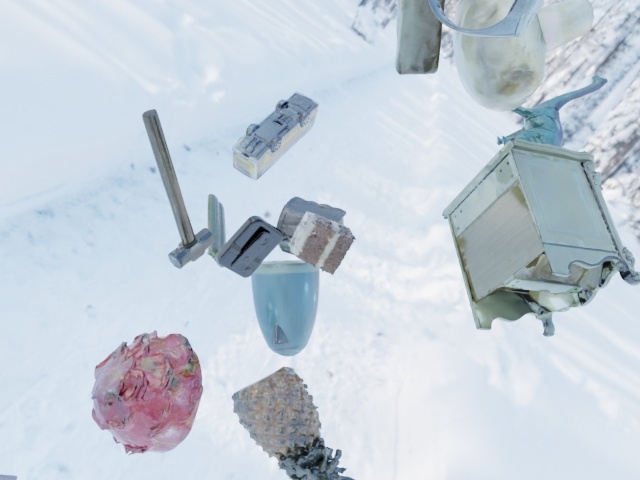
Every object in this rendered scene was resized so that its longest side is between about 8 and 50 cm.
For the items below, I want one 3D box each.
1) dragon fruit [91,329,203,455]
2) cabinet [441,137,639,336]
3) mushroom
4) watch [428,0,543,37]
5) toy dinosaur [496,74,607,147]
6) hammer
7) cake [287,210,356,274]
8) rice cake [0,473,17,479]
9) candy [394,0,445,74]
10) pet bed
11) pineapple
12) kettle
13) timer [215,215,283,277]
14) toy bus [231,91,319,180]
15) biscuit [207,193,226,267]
[{"bbox_3d":[-0.546,0.450,1.851,0.249,0.387,0.370,25,62,-47],"label":"dragon fruit"},{"bbox_3d":[0.461,0.004,1.329,0.228,0.290,0.317,6,56,-22],"label":"cabinet"},{"bbox_3d":[0.443,-0.491,1.497,0.315,0.315,0.356,37,61,-5],"label":"mushroom"},{"bbox_3d":[0.269,-0.428,0.976,0.193,0.206,0.068,31,23,19],"label":"watch"},{"bbox_3d":[0.666,-0.304,1.716,0.129,0.331,0.383,65,20,-53],"label":"toy dinosaur"},{"bbox_3d":[-0.311,-0.107,1.319,0.044,0.365,0.111,23,47,35],"label":"hammer"},{"bbox_3d":[0.000,0.000,1.722,0.147,0.134,0.135,30,11,-10],"label":"cake"},{"bbox_3d":[-0.759,0.516,1.317,0.207,0.036,0.047,14,54,-22],"label":"rice cake"},{"bbox_3d":[0.227,-0.503,1.434,0.104,0.233,0.102,-3,37,-4],"label":"candy"},{"bbox_3d":[-0.036,-0.043,2.038,0.211,0.183,0.159,17,-30,14],"label":"pet bed"},{"bbox_3d":[-0.039,0.427,1.258,0.340,0.169,0.169,58,22,7],"label":"pineapple"},{"bbox_3d":[-0.109,0.243,2.249,0.247,0.341,0.319,-2,2,18],"label":"kettle"},{"bbox_3d":[-0.212,0.022,1.885,0.144,0.187,0.055,36,9,-45],"label":"timer"},{"bbox_3d":[-0.108,-0.261,1.534,0.092,0.106,0.268,31,55,14],"label":"toy bus"},{"bbox_3d":[-0.346,-0.040,2.078,0.322,0.038,0.099,-101,166,-49],"label":"biscuit"}]
